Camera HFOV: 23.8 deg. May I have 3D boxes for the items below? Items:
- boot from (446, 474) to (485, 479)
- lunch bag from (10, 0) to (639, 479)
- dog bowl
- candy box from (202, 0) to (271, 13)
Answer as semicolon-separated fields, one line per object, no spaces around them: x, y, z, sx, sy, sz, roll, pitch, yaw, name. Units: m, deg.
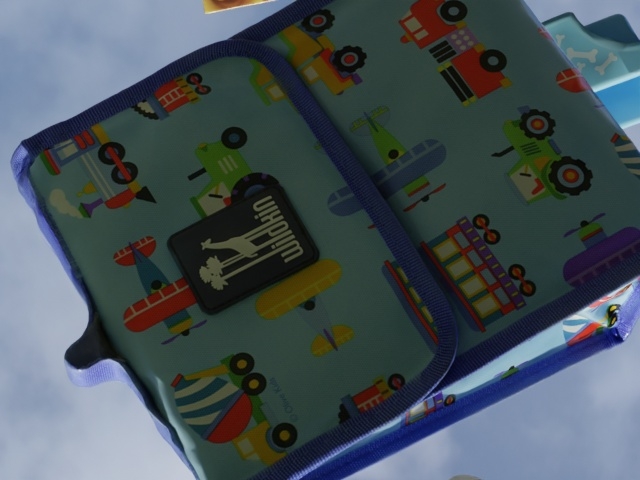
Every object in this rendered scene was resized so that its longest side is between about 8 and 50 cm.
0.142;0.261;1.088;0.069;0.086;0.190;-27;-117;-31;boot
0.000;0.000;0.772;0.293;0.138;0.221;-26;-110;-20;lunch bag
0.302;-0.168;1.362;0.297;0.166;0.074;-20;-108;13;dog bowl
-0.056;-0.341;1.803;0.187;0.053;0.109;-10;-77;10;candy box
